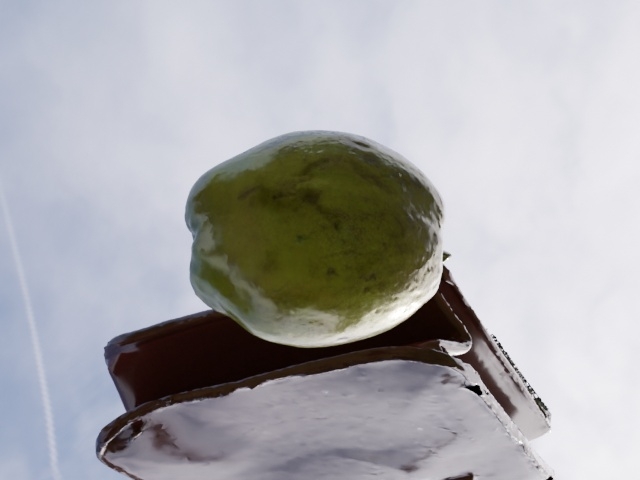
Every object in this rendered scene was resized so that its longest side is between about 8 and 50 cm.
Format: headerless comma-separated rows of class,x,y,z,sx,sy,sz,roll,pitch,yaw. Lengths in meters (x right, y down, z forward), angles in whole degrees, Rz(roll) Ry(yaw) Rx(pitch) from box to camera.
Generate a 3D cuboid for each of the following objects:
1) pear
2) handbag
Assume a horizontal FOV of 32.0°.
pear,0.000,0.000,0.539,0.131,0.107,0.107,3,-108,-6
handbag,0.014,0.129,0.780,0.275,0.260,0.084,53,-154,-50
